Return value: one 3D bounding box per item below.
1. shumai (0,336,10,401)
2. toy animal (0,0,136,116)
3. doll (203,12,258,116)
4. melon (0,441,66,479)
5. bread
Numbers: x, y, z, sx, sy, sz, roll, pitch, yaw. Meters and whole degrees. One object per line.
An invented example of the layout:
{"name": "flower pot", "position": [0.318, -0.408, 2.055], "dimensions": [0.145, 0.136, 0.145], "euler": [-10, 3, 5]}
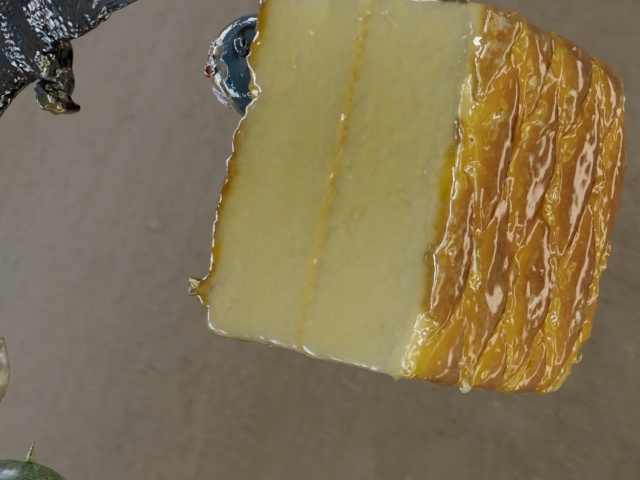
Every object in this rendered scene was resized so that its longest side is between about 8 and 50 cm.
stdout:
{"name": "shumai", "position": [-0.417, 0.138, 1.725], "dimensions": [0.218, 0.185, 0.184], "euler": [-37, 10, -7]}
{"name": "toy animal", "position": [-0.178, -0.126, 1.098], "dimensions": [0.220, 0.062, 0.108], "euler": [-32, 54, 39]}
{"name": "doll", "position": [-0.041, -0.136, 1.455], "dimensions": [0.086, 0.152, 0.114], "euler": [-18, 72, 14]}
{"name": "melon", "position": [-0.335, 0.355, 1.866], "dimensions": [0.182, 0.182, 0.287], "euler": [-1, 71, 40]}
{"name": "bread", "position": [0.080, -0.030, 1.309], "dimensions": [0.207, 0.279, 0.279], "euler": [8, 84, 31]}
